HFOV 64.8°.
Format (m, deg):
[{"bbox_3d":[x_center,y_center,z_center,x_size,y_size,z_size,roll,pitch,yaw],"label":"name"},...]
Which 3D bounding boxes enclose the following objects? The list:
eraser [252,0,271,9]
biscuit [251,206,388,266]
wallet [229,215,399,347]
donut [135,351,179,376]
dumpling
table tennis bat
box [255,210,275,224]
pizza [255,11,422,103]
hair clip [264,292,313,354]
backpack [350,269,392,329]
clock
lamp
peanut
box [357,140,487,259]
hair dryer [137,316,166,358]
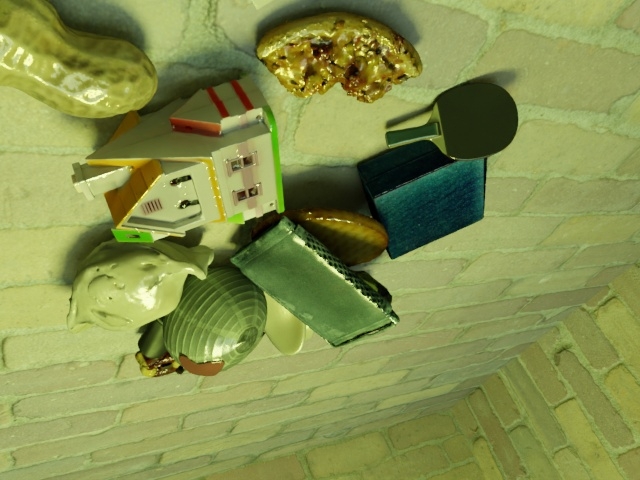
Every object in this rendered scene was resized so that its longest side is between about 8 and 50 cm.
[{"bbox_3d":[-0.095,-0.377,0.678,0.052,0.029,0.122,-28,147,7],"label":"eraser"},{"bbox_3d":[0.000,0.000,1.161,0.318,0.040,0.318,1,158,0],"label":"biscuit"},{"bbox_3d":[-0.012,0.097,1.119,0.342,0.075,0.237,42,139,-15],"label":"wallet"},{"bbox_3d":[-0.454,0.343,1.442,0.140,0.059,0.140,-17,149,-10],"label":"donut"},{"bbox_3d":[-0.378,0.075,1.059,0.318,0.187,0.243,-25,-173,15],"label":"dumpling"},{"bbox_3d":[0.268,-0.233,1.031,0.274,0.154,0.021,-12,-176,1],"label":"table tennis bat"},{"bbox_3d":[-0.126,-0.066,1.110,0.046,0.012,0.083,-20,147,-5],"label":"box"},{"bbox_3d":[0.039,-0.291,0.834,0.305,0.085,0.161,-5,144,-24],"label":"pizza"},{"bbox_3d":[-0.104,0.190,1.368,0.172,0.113,0.282,-18,111,14],"label":"hair clip"},{"bbox_3d":[0.059,0.154,1.308,0.207,0.140,0.253,-13,147,35],"label":"backpack"},{"bbox_3d":[-0.233,-0.117,0.839,0.309,0.166,0.235,-23,148,-16],"label":"clock"},{"bbox_3d":[-0.242,0.188,1.176,0.265,0.233,0.233,-35,155,-31],"label":"lamp"},{"bbox_3d":[-0.349,-0.238,0.636,0.298,0.120,0.136,12,137,-46],"label":"peanut"},{"bbox_3d":[0.244,-0.110,1.185,0.261,0.116,0.279,-23,147,2],"label":"box"},{"bbox_3d":[-0.335,0.213,1.338,0.248,0.078,0.195,-3,142,-44],"label":"hair dryer"}]
